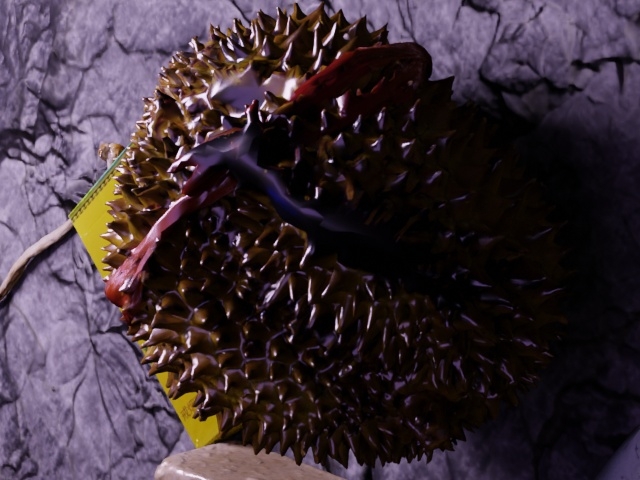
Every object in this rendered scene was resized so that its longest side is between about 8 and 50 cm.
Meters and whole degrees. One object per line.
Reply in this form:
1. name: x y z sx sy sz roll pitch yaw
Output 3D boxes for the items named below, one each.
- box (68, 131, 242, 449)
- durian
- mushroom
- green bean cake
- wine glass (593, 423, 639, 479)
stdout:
1. box: -0.128 0.044 1.664 0.153 0.041 0.279 -45 66 37
2. durian: 0.003 -0.003 1.363 0.347 0.347 0.384 -48 57 36
3. mushroom: -0.271 -0.007 1.800 0.286 0.026 0.028 -48 49 37
4. green bean cake: -0.054 0.244 1.583 0.179 0.109 0.085 14 106 39
5. wine glass: 0.219 0.219 1.362 0.074 0.074 0.262 48 124 26
